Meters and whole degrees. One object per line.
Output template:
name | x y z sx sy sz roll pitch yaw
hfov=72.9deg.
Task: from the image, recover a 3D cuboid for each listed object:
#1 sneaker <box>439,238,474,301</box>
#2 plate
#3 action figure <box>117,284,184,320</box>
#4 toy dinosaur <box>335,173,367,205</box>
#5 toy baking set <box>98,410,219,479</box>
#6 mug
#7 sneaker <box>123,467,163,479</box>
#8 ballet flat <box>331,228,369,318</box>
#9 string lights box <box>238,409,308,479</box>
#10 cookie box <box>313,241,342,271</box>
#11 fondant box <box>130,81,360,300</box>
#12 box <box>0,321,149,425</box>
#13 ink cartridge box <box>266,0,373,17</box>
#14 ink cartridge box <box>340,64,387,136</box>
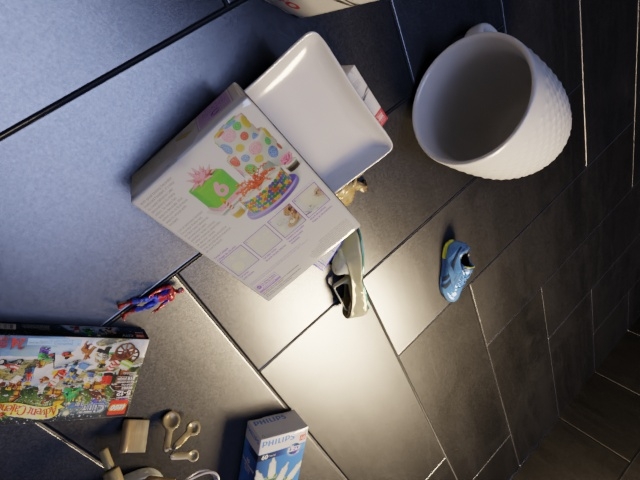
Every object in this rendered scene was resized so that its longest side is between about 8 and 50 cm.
sneaker | 0.400 0.100 1.260 0.069 0.082 0.209 -22 121 -30
plate | -0.044 -0.186 0.796 0.278 0.045 0.277 -36 129 12
action figure | -0.304 0.110 0.789 0.115 0.030 0.038 -23 115 -29
toy dinosaur | 0.042 -0.113 0.933 0.183 0.053 0.092 -23 121 -27
toy baking set | -0.299 0.453 0.831 0.197 0.030 0.256 -12 73 -41
mug | 0.415 -0.325 1.008 0.328 0.276 0.374 6 74 -43
sneaker | -0.446 0.563 0.788 0.350 0.148 0.131 -20 119 -28
ballet flat | 0.066 0.083 1.018 0.086 0.086 0.248 -25 122 -26
string lights box | -0.124 0.559 1.065 0.133 0.077 0.259 0 107 -35
cookie box | 0.000 0.000 0.923 0.040 0.092 0.107 36 86 -36
fondant box | -0.118 -0.066 0.765 0.238 0.096 0.330 -40 130 8
box | -0.430 0.224 0.731 0.233 0.044 0.159 12 100 -38
ink cartridge box | -0.013 -0.445 0.544 0.286 0.395 0.166 12 98 -39
ink cartridge box | 0.054 -0.272 0.848 0.056 0.099 0.135 -53 130 -10
